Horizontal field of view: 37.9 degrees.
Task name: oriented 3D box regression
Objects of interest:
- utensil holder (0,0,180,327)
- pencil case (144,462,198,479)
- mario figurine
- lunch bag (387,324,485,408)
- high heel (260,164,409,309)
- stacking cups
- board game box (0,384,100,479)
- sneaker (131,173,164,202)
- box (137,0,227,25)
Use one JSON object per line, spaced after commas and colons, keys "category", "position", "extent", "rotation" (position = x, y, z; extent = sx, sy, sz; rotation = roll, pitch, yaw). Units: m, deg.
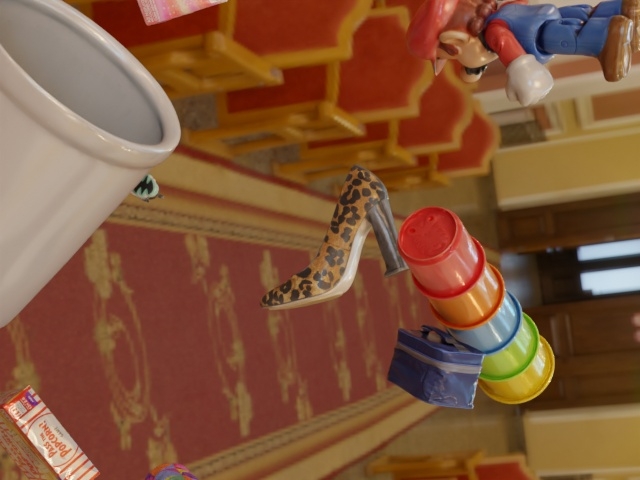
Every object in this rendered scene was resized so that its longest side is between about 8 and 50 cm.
{"category": "utensil holder", "position": [-0.434, -0.104, 1.280], "extent": [0.327, 0.385, 0.328], "rotation": [38, 20, -16]}
{"category": "pencil case", "position": [-0.228, 0.444, 1.534], "extent": [0.236, 0.104, 0.105], "rotation": [-167, -115, -69]}
{"category": "mario figurine", "position": [0.271, -0.263, 1.289], "extent": [0.198, 0.320, 0.170], "rotation": [2, 97, -62]}
{"category": "lunch bag", "position": [0.114, 0.121, 0.931], "extent": [0.067, 0.098, 0.065], "rotation": [11, 95, -30]}
{"category": "high heel", "position": [0.000, 0.000, 1.498], "extent": [0.093, 0.261, 0.186], "rotation": [7, 63, -71]}
{"category": "stacking cups", "position": [0.165, 0.075, 0.962], "extent": [0.316, 0.096, 0.096], "rotation": [50, 36, -53]}
{"category": "board game box", "position": [-0.381, 0.267, 1.244], "extent": [0.045, 0.193, 0.147], "rotation": [-41, 100, -30]}
{"category": "sneaker", "position": [-0.262, -0.077, 1.432], "extent": [0.069, 0.098, 0.038], "rotation": [34, 83, -46]}
{"category": "box", "position": [-0.256, -0.510, 1.468], "extent": [0.154, 0.142, 0.300], "rotation": [-113, -174, -67]}
